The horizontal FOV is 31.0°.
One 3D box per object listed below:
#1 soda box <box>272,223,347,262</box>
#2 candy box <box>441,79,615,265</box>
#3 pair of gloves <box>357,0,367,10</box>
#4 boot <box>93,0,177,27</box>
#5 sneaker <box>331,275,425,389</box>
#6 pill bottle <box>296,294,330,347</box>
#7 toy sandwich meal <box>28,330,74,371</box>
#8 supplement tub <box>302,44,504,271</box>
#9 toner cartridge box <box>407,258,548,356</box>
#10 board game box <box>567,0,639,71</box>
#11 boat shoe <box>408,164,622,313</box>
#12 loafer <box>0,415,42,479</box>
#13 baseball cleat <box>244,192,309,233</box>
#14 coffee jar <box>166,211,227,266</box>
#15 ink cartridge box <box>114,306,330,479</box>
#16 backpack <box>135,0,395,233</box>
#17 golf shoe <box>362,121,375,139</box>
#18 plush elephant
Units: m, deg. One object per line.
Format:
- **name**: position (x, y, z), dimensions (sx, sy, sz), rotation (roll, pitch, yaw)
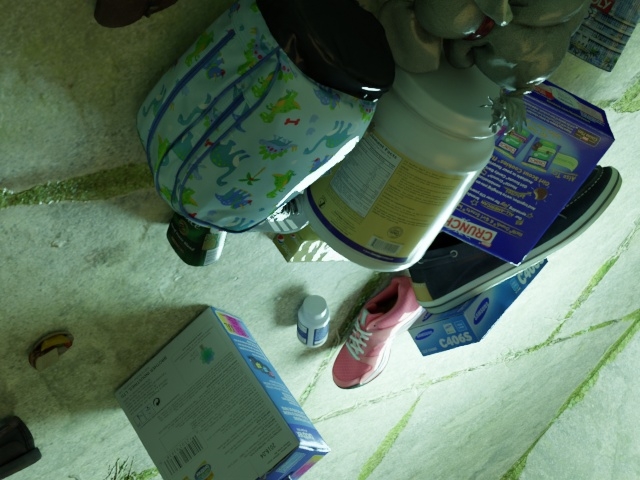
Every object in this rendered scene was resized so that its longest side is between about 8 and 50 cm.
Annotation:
- **soda box**: position (0.000, 0.000, 2.157), dimensions (0.181, 0.058, 0.061), rotation (-1, 136, -48)
- **candy box**: position (0.327, -0.145, 2.095), dimensions (0.268, 0.122, 0.317), rotation (25, 122, -13)
- **pair of gloves**: position (0.037, -0.386, 1.632), dimensions (0.204, 0.042, 0.240), rotation (7, 129, -52)
- **boot**: position (-0.171, -0.370, 1.407), dimensions (0.248, 0.090, 0.207), rotation (-27, 163, -20)
- **sneaker**: position (0.112, 0.192, 2.549), dimensions (0.314, 0.116, 0.136), rotation (-50, 140, 11)
- **pill bottle**: position (-0.014, 0.164, 2.378), dimensions (0.067, 0.067, 0.120), rotation (-25, 150, -20)
- **toy sandwich meal**: position (-0.454, 0.188, 1.959), dimensions (0.085, 0.029, 0.086), rotation (-27, 151, -17)
- **supplement tub**: position (0.138, -0.138, 1.908), dimensions (0.241, 0.241, 0.331), rotation (-7, 140, -43)
- **toner cartridge box**: position (0.346, 0.118, 2.507), dimensions (0.165, 0.075, 0.348), rotation (-23, -168, 44)
- **board game box**: position (0.447, -0.413, 1.938), dimensions (0.060, 0.194, 0.194), rotation (-1, 122, -49)
- **boat shoe**: position (0.398, -0.032, 2.411), dimensions (0.500, 0.156, 0.187), rotation (-30, -169, 4)
- **loafer**: position (-0.650, 0.408, 2.038), dimensions (0.302, 0.095, 0.109), rotation (-23, 180, -16)
- **baseball cleat**: position (-0.073, -0.050, 1.961), dimensions (0.205, 0.072, 0.109), rotation (-13, 170, -37)
- **coffee jar**: position (-0.182, -0.051, 1.835), dimensions (0.079, 0.096, 0.184), rotation (-17, 146, -37)
- **ink cartridge box**: position (-0.172, 0.365, 2.156), dimensions (0.270, 0.395, 0.151), rotation (-42, 152, 11)
- **backpack**: position (-0.093, -0.178, 1.609), dimensions (0.355, 0.274, 0.290), rotation (-23, 159, 26)
- **golf shoe**: position (0.037, -0.238, 1.781), dimensions (0.069, 0.176, 0.086), rotation (13, 167, -40)
- **plush elephant**: position (0.239, -0.350, 1.717), dimensions (0.271, 0.330, 0.255), rotation (-18, 132, 43)
